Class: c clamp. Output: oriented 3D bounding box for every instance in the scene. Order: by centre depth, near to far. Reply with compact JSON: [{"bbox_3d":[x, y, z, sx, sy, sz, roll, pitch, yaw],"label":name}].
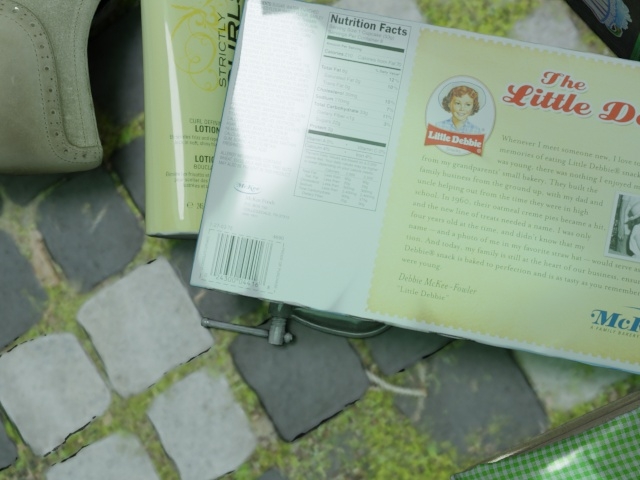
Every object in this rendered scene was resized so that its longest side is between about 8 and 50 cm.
[{"bbox_3d":[0.000,0.000,0.698,0.137,0.022,0.160,15,89,13],"label":"c clamp"}]

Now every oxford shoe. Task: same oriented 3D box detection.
[{"bbox_3d":[-0.201,-0.233,0.727,0.147,0.140,0.396,8,81,-19],"label":"oxford shoe"}]

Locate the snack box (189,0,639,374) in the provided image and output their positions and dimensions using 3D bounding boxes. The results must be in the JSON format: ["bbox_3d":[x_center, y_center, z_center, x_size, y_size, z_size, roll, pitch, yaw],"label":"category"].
[{"bbox_3d":[0.095,-0.032,0.638,0.322,0.060,0.187,11,88,3],"label":"snack box"}]

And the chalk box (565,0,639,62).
[{"bbox_3d":[0.205,-0.230,0.595,0.179,0.180,0.289,-42,80,6],"label":"chalk box"}]

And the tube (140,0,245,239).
[{"bbox_3d":[-0.089,-0.121,0.704,0.062,0.070,0.240,-1,85,18],"label":"tube"}]

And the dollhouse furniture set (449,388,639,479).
[{"bbox_3d":[0.120,0.233,0.588,0.302,0.151,0.197,-27,81,9],"label":"dollhouse furniture set"}]
